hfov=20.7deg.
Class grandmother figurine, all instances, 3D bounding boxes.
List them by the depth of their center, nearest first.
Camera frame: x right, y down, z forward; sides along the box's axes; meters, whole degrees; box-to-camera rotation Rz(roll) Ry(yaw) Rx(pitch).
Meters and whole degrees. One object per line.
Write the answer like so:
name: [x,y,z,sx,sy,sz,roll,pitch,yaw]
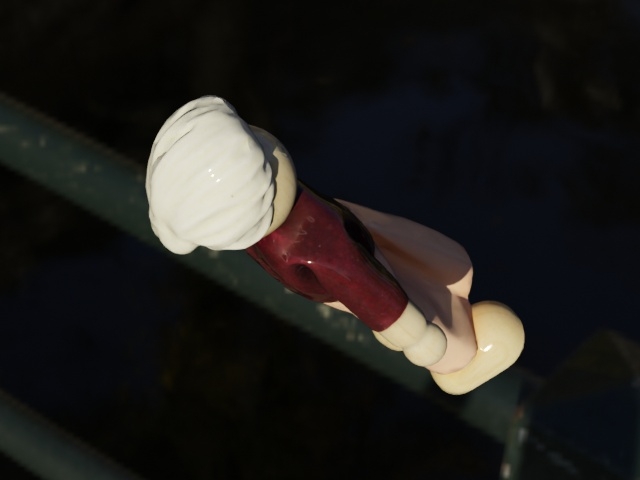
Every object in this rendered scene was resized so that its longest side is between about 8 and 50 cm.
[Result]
grandmother figurine: [0.000,0.000,1.106,0.207,0.342,0.104,26,86,34]
